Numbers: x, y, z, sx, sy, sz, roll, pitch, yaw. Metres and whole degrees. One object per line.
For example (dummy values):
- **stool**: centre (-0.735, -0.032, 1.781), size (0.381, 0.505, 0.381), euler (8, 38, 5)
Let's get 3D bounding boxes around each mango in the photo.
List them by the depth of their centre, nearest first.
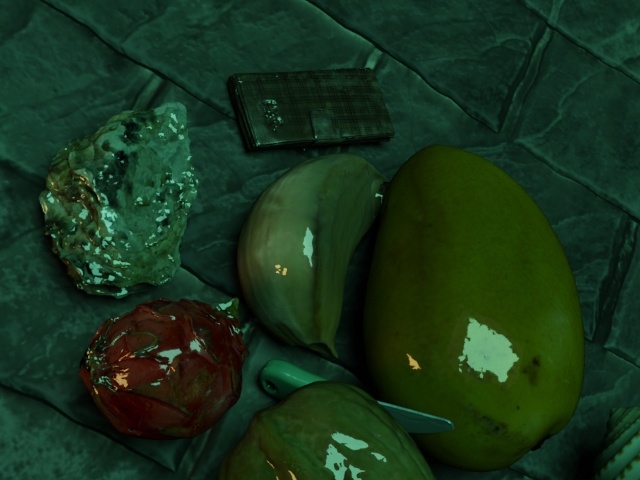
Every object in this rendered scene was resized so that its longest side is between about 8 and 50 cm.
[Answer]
- **mango**: centre (0.195, 0.080, 1.549), size (0.300, 0.232, 0.445), euler (4, 61, -20)

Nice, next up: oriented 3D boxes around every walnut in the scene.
- **walnut**: centre (0.018, 0.298, 1.345), size (0.227, 0.283, 0.283), euler (-41, 90, -7)

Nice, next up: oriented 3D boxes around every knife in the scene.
- **knife**: centre (0.042, 0.203, 1.444), size (0.260, 0.063, 0.034), euler (16, 46, 23)

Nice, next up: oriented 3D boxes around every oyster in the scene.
- **oyster**: centre (-0.244, -0.059, 1.456), size (0.198, 0.112, 0.267), euler (4, 63, -25)

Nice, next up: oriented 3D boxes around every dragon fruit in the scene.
- **dragon fruit**: centre (-0.177, 0.148, 1.364), size (0.209, 0.172, 0.172), euler (-14, 75, -32)

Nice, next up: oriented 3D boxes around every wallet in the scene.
- **wallet**: centre (-0.011, -0.187, 1.671), size (0.230, 0.042, 0.124), euler (-6, 68, -30)

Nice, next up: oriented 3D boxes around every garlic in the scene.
- **garlic**: centre (-0.004, -0.017, 1.567), size (0.196, 0.151, 0.338), euler (51, 43, -32)

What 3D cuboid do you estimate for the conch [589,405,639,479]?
- **conch**: centre (0.499, 0.351, 1.593), size (0.303, 0.215, 0.319), euler (-31, 100, -41)
